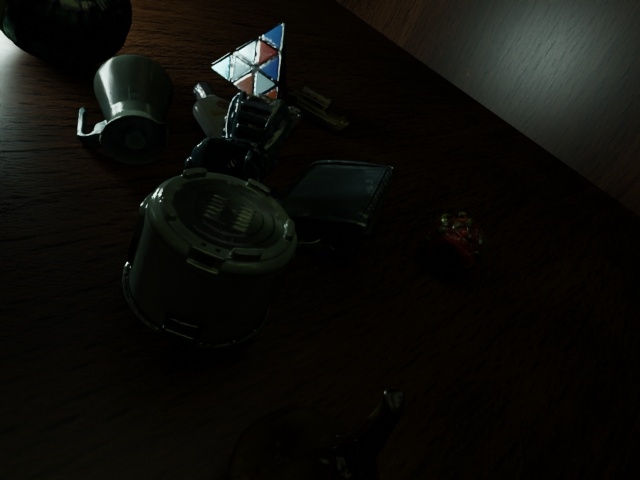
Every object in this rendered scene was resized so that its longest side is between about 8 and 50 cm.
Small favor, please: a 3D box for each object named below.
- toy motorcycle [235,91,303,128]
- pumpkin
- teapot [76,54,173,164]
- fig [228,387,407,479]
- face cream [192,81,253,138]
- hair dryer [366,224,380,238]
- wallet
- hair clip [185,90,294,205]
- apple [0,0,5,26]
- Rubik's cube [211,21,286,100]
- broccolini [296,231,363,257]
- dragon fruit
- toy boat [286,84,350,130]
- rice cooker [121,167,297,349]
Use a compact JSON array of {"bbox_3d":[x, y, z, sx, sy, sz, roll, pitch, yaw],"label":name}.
[{"bbox_3d":[-0.139,-0.372,1.533,0.225,0.073,0.152,7,41,-31],"label":"toy motorcycle"},{"bbox_3d":[-0.630,-0.564,1.279,0.316,0.238,0.315,15,54,-21],"label":"pumpkin"},{"bbox_3d":[-0.422,-0.281,1.131,0.203,0.171,0.225,-13,51,-5],"label":"teapot"},{"bbox_3d":[-0.012,0.265,0.594,0.191,0.290,0.190,5,58,-8],"label":"fig"},{"bbox_3d":[-0.261,-0.322,1.372,0.144,0.071,0.291,-1,43,-38],"label":"face cream"},{"bbox_3d":[0.107,-0.038,1.312,0.083,0.026,0.047,38,33,20],"label":"hair dryer"},{"bbox_3d":[0.036,-0.106,1.263,0.238,0.075,0.342,8,31,14],"label":"wallet"},{"bbox_3d":[-0.169,-0.165,1.087,0.195,0.206,0.310,15,41,5],"label":"hair clip"},{"bbox_3d":[-0.773,-0.456,0.925,0.358,0.357,0.357,20,34,-14],"label":"apple"},{"bbox_3d":[-0.141,-0.591,1.682,0.284,0.234,0.250,41,34,19],"label":"Rubik's cube"},{"bbox_3d":[-0.002,0.012,1.157,0.201,0.058,0.074,-9,32,-23],"label":"broccolini"},{"bbox_3d":[0.343,0.007,1.330,0.167,0.160,0.172,8,19,30],"label":"dragon fruit"},{"bbox_3d":[-0.003,-0.439,1.714,0.226,0.088,0.068,30,32,3],"label":"toy boat"},{"bbox_3d":[-0.174,0.034,0.810,0.242,0.226,0.280,21,35,-10],"label":"rice cooker"}]
